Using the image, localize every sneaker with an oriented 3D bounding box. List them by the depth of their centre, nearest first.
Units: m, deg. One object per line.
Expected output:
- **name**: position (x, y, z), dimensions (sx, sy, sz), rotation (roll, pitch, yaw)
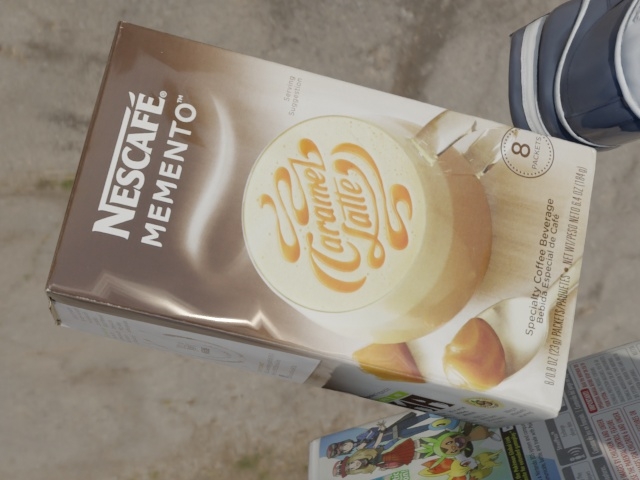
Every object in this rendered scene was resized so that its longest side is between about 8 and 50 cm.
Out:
- **sneaker**: position (0.222, -0.151, 0.620), dimensions (0.099, 0.282, 0.153), rotation (51, 152, -10)

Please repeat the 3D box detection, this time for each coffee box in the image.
- **coffee box**: position (0.000, 0.000, 0.520), dimensions (0.246, 0.141, 0.098), rotation (13, 165, -7)

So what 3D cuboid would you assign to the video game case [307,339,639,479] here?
- **video game case**: position (0.135, 0.182, 0.588), dimensions (0.300, 0.329, 0.036), rotation (-18, 114, 8)
